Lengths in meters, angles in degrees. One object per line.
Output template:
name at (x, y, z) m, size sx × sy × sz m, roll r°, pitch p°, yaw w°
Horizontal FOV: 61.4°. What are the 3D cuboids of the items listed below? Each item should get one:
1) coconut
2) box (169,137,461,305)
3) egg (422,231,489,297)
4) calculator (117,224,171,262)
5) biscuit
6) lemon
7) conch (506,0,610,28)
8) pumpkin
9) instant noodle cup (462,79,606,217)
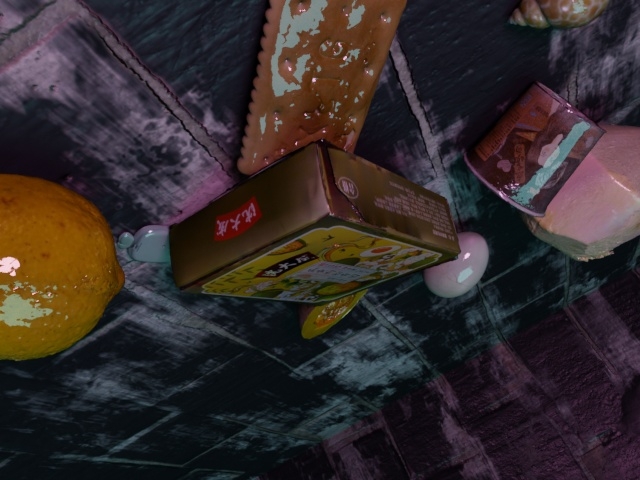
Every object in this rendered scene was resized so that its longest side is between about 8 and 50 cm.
coconut at (0.645, -0.126, 1.250) m, size 0.297 × 0.297 × 0.309 m, roll 3°, pitch 142°, yaw -38°
box at (0.000, 0.000, 1.010) m, size 0.373 × 0.138 × 0.420 m, roll -23°, pitch 157°, yaw 35°
egg at (0.363, 0.063, 1.448) m, size 0.151 × 0.151 × 0.209 m, roll 3°, pitch 133°, yaw -38°
calculator at (-0.305, 0.008, 1.013) m, size 0.153 × 0.021 × 0.095 m, roll 5°, pitch 136°, yaw -44°
biscuit at (-0.003, -0.232, 0.825) m, size 0.217 × 0.044 × 0.325 m, roll -5°, pitch 133°, yaw -30°
lemon at (-0.433, 0.035, 0.744) m, size 0.310 × 0.258 × 0.258 m, roll 9°, pitch 133°, yaw -40°
conch at (0.411, -0.407, 0.867) m, size 0.116 × 0.106 × 0.173 m, roll 20°, pitch 109°, yaw -22°
pumpkin at (0.014, 0.143, 1.370) m, size 0.217 × 0.110 × 0.217 m, roll -28°, pitch 147°, yaw -21°
instant noodle cup at (0.439, -0.191, 1.103) m, size 0.217 × 0.217 × 0.207 m, roll 6°, pitch 129°, yaw -41°
